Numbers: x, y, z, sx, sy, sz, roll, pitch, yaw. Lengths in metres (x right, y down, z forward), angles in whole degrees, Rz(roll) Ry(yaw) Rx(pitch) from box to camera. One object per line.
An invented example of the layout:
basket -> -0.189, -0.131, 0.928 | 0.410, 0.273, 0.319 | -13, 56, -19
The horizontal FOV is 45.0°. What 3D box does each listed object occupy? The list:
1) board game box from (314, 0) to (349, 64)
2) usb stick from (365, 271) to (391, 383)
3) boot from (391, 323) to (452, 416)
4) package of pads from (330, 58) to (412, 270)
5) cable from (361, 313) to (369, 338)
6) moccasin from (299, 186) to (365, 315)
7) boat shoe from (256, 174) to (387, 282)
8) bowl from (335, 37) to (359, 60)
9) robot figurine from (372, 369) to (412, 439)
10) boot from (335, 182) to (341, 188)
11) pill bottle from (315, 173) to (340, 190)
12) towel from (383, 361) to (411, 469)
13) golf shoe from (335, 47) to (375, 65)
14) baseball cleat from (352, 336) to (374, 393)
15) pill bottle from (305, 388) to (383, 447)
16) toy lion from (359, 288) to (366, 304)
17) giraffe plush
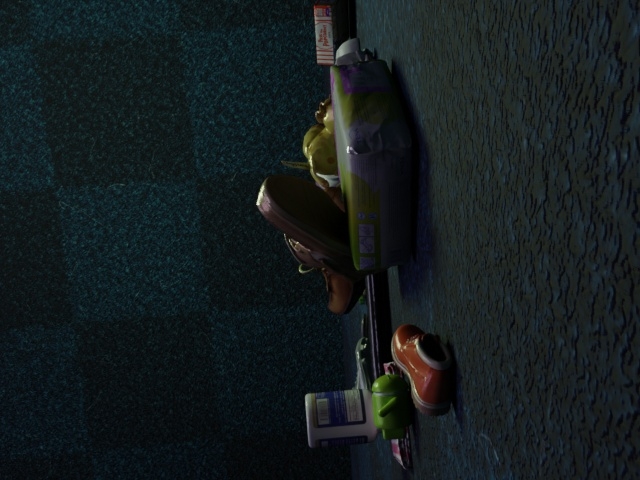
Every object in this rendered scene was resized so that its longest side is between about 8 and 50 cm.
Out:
board game box -> 0.032, -0.541, 1.918 | 0.193, 0.045, 0.146 | -67, -22, -53
usb stick -> 0.121, 0.169, 1.613 | 0.077, 0.045, 0.278 | 1, -96, -83
boot -> 0.132, 0.140, 0.985 | 0.158, 0.059, 0.084 | -114, 21, -60
package of pads -> 0.080, -0.132, 1.221 | 0.296, 0.101, 0.229 | -98, 2, -51
cable -> 0.134, 0.334, 1.956 | 0.139, 0.072, 0.287 | 42, -127, -67
moccasin -> 0.040, 0.030, 1.710 | 0.380, 0.147, 0.139 | 87, -153, -55
boat shoe -> 0.000, 0.000, 1.288 | 0.341, 0.110, 0.121 | 29, -148, -47
bowl -> 0.067, -0.399, 1.838 | 0.142, 0.053, 0.142 | 155, 109, -89
robot figurine -> 0.125, 0.287, 1.352 | 0.101, 0.067, 0.115 | 19, -113, -85
boot -> 0.078, -0.086, 1.795 | 0.219, 0.082, 0.106 | 94, 174, -68
pill bottle -> 0.039, -0.209, 2.391 | 0.193, 0.108, 0.108 | 98, 167, -82
towel -> 0.145, 0.333, 1.487 | 0.144, 0.029, 0.197 | 90, 175, -81
golf shoe -> 0.067, -0.291, 1.532 | 0.069, 0.086, 0.176 | -101, 4, -60
baseball cleat -> 0.098, 0.337, 1.854 | 0.109, 0.072, 0.206 | -39, 41, 36
pill bottle -> 0.064, 0.365, 1.600 | 0.112, 0.187, 0.112 | 176, 90, -88
toy lion -> 0.112, 0.127, 2.171 | 0.096, 0.034, 0.100 | 65, -160, -73
giraffe plush -> 0.044, -0.210, 1.457 | 0.181, 0.210, 0.170 | 47, 127, 35
